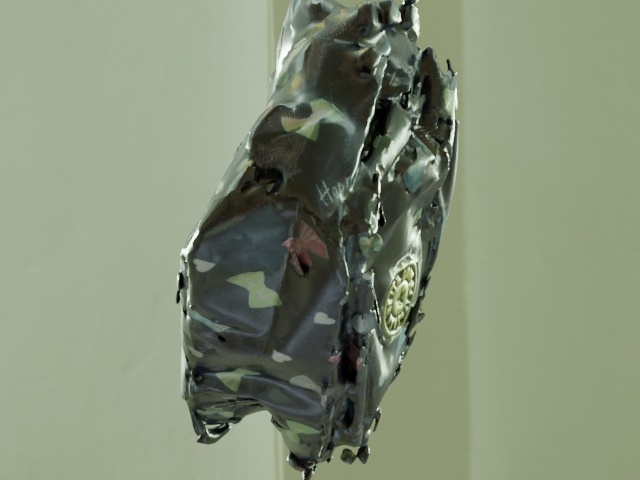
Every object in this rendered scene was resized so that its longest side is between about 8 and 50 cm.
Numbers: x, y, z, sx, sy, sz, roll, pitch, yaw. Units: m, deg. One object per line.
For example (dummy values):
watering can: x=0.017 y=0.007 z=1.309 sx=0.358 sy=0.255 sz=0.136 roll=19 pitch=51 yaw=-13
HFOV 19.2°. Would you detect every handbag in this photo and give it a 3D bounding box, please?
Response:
handbag: x=0.000 y=0.000 z=0.907 sx=0.113 sy=0.260 sz=0.162 roll=13 pitch=-125 yaw=7
